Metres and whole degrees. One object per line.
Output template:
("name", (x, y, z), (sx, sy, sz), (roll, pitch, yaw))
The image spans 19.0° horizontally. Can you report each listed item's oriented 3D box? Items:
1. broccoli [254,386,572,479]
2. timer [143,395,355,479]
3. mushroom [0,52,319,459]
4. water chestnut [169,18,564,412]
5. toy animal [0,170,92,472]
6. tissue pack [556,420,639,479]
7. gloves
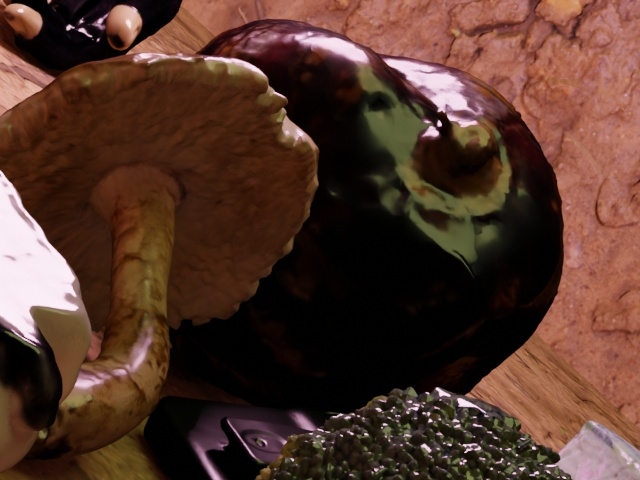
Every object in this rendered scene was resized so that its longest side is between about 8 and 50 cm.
("broccoli", (0.047, 0.183, 1.054), (0.198, 0.226, 0.176), (58, -6, 19))
("timer", (-0.007, 0.152, 1.213), (0.187, 0.055, 0.144), (10, 28, -39))
("mushroom", (-0.125, 0.035, 1.170), (0.233, 0.301, 0.208), (34, -32, -33))
("water chestnut", (0.000, 0.000, 1.457), (0.335, 0.335, 0.347), (42, -27, 1))
("toy animal", (-0.207, 0.039, 0.701), (0.208, 0.156, 0.204), (4, 39, -50))
("tissue pack", (0.374, 0.337, 1.941), (0.311, 0.128, 0.228), (37, 9, -40))
("gloves", (-0.250, -0.255, 2.019), (0.197, 0.152, 0.301), (23, 9, 18))
